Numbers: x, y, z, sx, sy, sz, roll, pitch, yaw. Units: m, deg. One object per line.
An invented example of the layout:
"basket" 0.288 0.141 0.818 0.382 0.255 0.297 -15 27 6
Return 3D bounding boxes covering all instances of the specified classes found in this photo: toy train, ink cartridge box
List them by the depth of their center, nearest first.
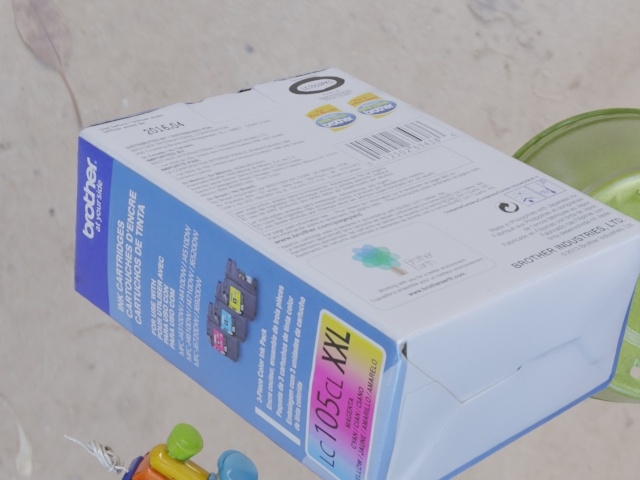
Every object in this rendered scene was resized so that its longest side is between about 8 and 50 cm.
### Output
"ink cartridge box" 0.000 0.000 0.983 0.270 0.395 0.151 -19 131 -40
"toy train" -0.211 0.293 1.751 0.248 0.105 0.143 36 123 -6

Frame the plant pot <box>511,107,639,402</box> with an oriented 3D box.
"plant pot" 0.358 0.034 1.470 0.366 0.353 0.366 0 95 5
